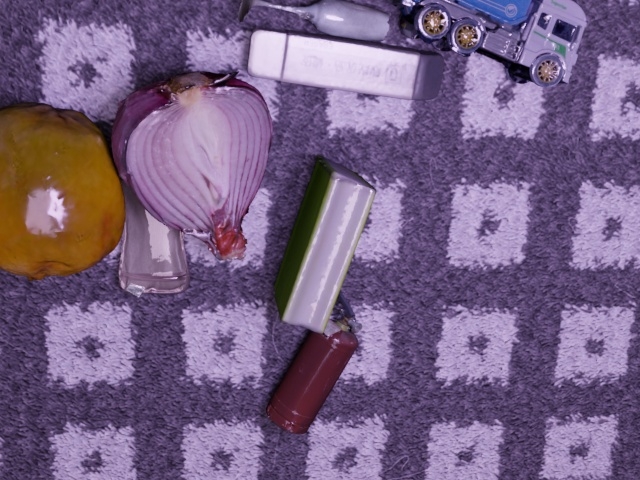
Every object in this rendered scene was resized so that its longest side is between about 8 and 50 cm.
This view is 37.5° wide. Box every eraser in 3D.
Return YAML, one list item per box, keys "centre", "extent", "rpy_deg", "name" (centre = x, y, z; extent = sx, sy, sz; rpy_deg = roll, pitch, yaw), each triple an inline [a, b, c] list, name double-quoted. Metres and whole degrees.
- centre: [0.048, -0.304, 1.639]
  extent: [0.352, 0.061, 0.089]
  rpy_deg: [6, 107, -9]
  name: "eraser"
- centre: [0.000, 0.000, 1.656]
  extent: [0.092, 0.210, 0.274]
  rpy_deg: [16, 102, -12]
  name: "eraser"

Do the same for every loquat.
- centre: [-0.451, -0.079, 1.541]
  extent: [0.276, 0.276, 0.284]
  rpy_deg: [4, 104, -10]
  name: "loquat"

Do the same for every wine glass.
- centre: [-0.003, -0.382, 1.599]
  extent: [0.262, 0.074, 0.074]
  rpy_deg: [7, 107, -16]
  name: "wine glass"

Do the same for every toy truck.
- centre: [0.270, -0.387, 1.601]
  extent: [0.367, 0.146, 0.175]
  rpy_deg: [21, 100, -14]
  name: "toy truck"

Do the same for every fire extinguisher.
- centre: [-0.006, 0.230, 1.792]
  extent: [0.105, 0.105, 0.269]
  rpy_deg: [26, 103, -15]
  name: "fire extinguisher"

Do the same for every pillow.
- centre: [-0.300, -0.010, 1.695]
  extent: [0.131, 0.038, 0.232]
  rpy_deg: [-1, 105, -6]
  name: "pillow"

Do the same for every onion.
- centre: [-0.215, -0.133, 1.610]
  extent: [0.267, 0.159, 0.348]
  rpy_deg: [-17, 125, -15]
  name: "onion"
